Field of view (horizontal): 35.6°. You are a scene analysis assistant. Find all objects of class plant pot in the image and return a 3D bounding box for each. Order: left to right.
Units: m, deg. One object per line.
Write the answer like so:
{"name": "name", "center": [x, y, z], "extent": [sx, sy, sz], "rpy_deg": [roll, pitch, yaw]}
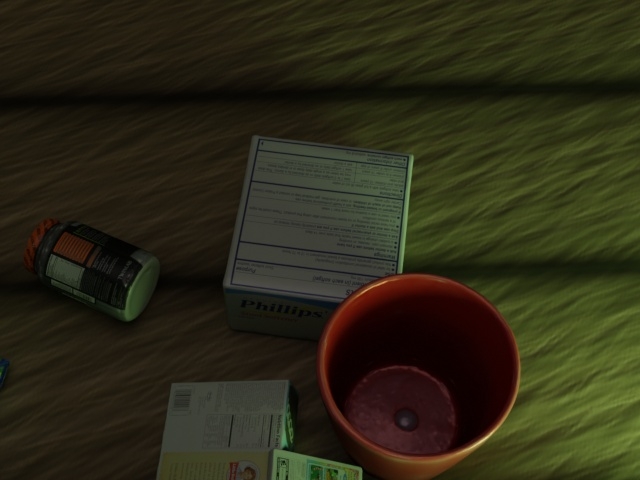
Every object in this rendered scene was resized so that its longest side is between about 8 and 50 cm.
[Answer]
{"name": "plant pot", "center": [0.126, 0.218, 1.410], "extent": [0.274, 0.243, 0.275], "rpy_deg": [1, 60, -1]}

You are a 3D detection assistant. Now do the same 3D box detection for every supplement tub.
{"name": "supplement tub", "center": [-0.359, 0.042, 1.565], "extent": [0.190, 0.117, 0.117], "rpy_deg": [23, 62, 11]}

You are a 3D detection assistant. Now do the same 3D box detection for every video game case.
{"name": "video game case", "center": [-0.010, 0.373, 1.355], "extent": [0.143, 0.019, 0.157], "rpy_deg": [18, 57, -23]}

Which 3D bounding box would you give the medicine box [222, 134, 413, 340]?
{"name": "medicine box", "center": [0.000, 0.000, 1.584], "extent": [0.263, 0.149, 0.289], "rpy_deg": [7, 61, 2]}

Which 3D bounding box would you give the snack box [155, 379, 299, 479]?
{"name": "snack box", "center": [-0.139, 0.356, 1.403], "extent": [0.187, 0.060, 0.322], "rpy_deg": [-3, 59, 15]}

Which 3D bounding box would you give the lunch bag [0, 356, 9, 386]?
{"name": "lunch bag", "center": [-0.554, 0.217, 1.477], "extent": [0.128, 0.096, 0.151], "rpy_deg": [16, 47, 10]}
